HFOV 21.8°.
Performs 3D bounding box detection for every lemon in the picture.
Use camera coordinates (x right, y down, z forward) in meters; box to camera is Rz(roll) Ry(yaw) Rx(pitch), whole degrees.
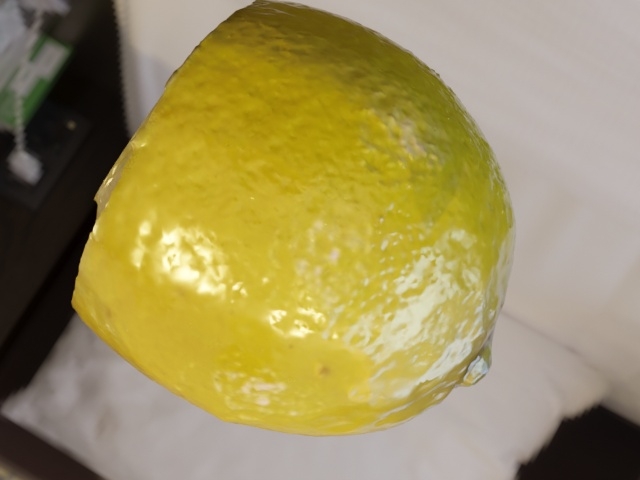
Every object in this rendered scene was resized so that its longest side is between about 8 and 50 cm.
[{"bbox_3d":[0.000,0.000,1.362,0.364,0.364,0.364,28,162,10],"label":"lemon"}]
